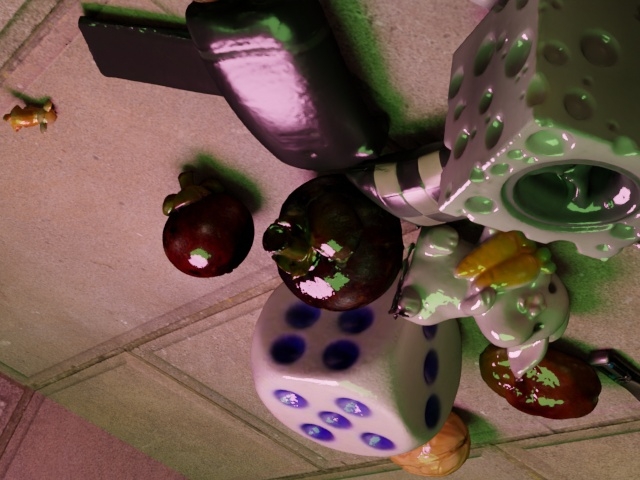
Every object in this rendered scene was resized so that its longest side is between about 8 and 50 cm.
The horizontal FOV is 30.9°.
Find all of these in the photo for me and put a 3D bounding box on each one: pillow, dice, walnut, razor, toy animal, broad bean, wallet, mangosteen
[{"bbox_3d":[0.184,-0.087,1.743,0.250,0.106,0.186,-10,150,45],"label":"pillow"},{"bbox_3d":[0.072,0.223,2.173,0.304,0.277,0.304,6,148,31],"label":"dice"},{"bbox_3d":[0.233,0.439,2.544,0.206,0.159,0.159,-11,137,44],"label":"walnut"},{"bbox_3d":[-0.044,-0.227,1.667,0.204,0.113,0.349,-1,143,28],"label":"razor"},{"bbox_3d":[0.279,0.091,1.916,0.310,0.183,0.247,16,156,1],"label":"toy animal"},{"bbox_3d":[-0.510,-0.220,2.056,0.083,0.060,0.081,5,-179,37],"label":"toy animal"},{"bbox_3d":[0.405,0.257,2.152,0.228,0.122,0.156,18,154,1],"label":"broad bean"},{"bbox_3d":[-0.236,-0.282,1.796,0.285,0.030,0.146,11,152,18],"label":"wallet"},{"bbox_3d":[0.000,0.000,1.865,0.231,0.231,0.289,-9,169,43],"label":"mangosteen"},{"bbox_3d":[-0.209,-0.029,2.073,0.200,0.200,0.200,17,150,10],"label":"mangosteen"}]

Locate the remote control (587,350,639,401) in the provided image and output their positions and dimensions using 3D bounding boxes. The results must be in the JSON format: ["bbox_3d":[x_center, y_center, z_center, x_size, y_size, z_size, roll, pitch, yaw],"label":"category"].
[{"bbox_3d":[0.578,0.265,2.138,0.212,0.028,0.059,36,147,-22],"label":"remote control"}]

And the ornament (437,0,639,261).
[{"bbox_3d":[0.303,-0.150,1.366,0.240,0.240,0.239,16,153,-15],"label":"ornament"}]

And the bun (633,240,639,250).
[{"bbox_3d":[0.518,-0.040,1.544,0.263,0.175,0.263,25,-167,-6],"label":"bun"}]

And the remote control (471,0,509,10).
[{"bbox_3d":[0.224,-0.319,1.409,0.250,0.034,0.103,25,151,-7],"label":"remote control"}]

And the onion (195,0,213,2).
[{"bbox_3d":[-0.148,-0.367,1.521,0.118,0.118,0.117,14,-177,15],"label":"onion"}]
